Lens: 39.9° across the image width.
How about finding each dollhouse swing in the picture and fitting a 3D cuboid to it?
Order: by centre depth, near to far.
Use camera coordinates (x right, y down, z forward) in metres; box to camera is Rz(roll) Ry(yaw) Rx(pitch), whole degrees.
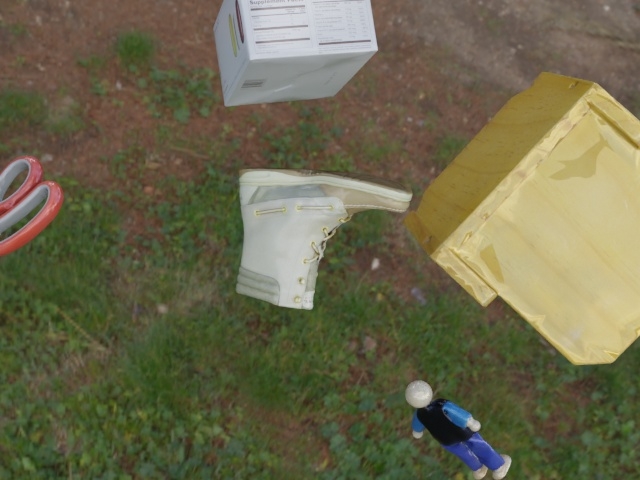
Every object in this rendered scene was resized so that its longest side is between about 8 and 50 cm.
[{"bbox_3d":[0.378,-0.030,1.399,0.305,0.347,0.315,40,8,-14],"label":"dollhouse swing"}]

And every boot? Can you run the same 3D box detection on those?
[{"bbox_3d":[0.000,0.000,1.041,0.213,0.165,0.077,6,6,19],"label":"boot"}]

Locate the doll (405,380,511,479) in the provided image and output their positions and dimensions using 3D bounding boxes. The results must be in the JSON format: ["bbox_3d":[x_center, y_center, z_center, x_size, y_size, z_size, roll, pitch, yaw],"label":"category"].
[{"bbox_3d":[0.180,0.264,1.231,0.189,0.129,0.046,47,53,-22],"label":"doll"}]

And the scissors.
[{"bbox_3d":[-0.393,0.018,0.928,0.297,0.021,0.109,-37,54,5],"label":"scissors"}]

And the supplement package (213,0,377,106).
[{"bbox_3d":[-0.051,-0.328,1.430,0.204,0.262,0.145,-7,85,-15],"label":"supplement package"}]
